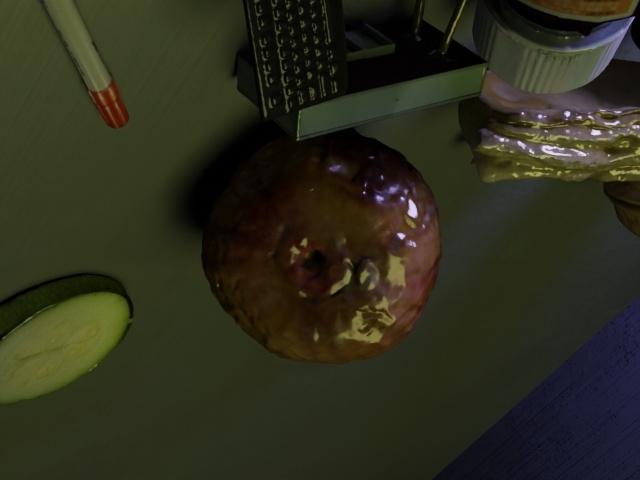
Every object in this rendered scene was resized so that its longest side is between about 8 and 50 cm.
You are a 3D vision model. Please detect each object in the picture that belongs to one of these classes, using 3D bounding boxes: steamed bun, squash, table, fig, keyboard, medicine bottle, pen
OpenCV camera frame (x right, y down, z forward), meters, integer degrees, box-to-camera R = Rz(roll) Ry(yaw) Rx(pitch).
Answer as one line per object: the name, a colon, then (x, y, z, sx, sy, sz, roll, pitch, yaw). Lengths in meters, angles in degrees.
steamed bun: (0.358, -0.155, 1.341, 0.428, 0.247, 0.189, -8, 132, -17)
squash: (-0.335, 0.123, 1.214, 0.219, 0.041, 0.219, -31, 156, -16)
table: (0.048, -0.201, 1.009, 0.240, 0.121, 0.111, -18, 132, -29)
fig: (0.000, 0.000, 1.234, 0.286, 0.286, 0.368, -35, -175, 2)
keyboard: (-0.026, -0.194, 0.845, 0.103, 0.041, 0.381, -22, 127, -24)
medicine bottle: (0.249, -0.292, 0.945, 0.243, 0.242, 0.395, -29, 158, -11)
pen: (-0.212, -0.173, 0.858, 0.028, 0.028, 0.239, -30, 153, -8)

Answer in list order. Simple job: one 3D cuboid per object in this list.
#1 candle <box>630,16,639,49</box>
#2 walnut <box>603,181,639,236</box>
candle: (0.549, -0.360, 1.197, 0.221, 0.221, 0.342, -12, 143, -37)
walnut: (0.618, -0.134, 1.612, 0.313, 0.252, 0.277, -24, 154, 2)
